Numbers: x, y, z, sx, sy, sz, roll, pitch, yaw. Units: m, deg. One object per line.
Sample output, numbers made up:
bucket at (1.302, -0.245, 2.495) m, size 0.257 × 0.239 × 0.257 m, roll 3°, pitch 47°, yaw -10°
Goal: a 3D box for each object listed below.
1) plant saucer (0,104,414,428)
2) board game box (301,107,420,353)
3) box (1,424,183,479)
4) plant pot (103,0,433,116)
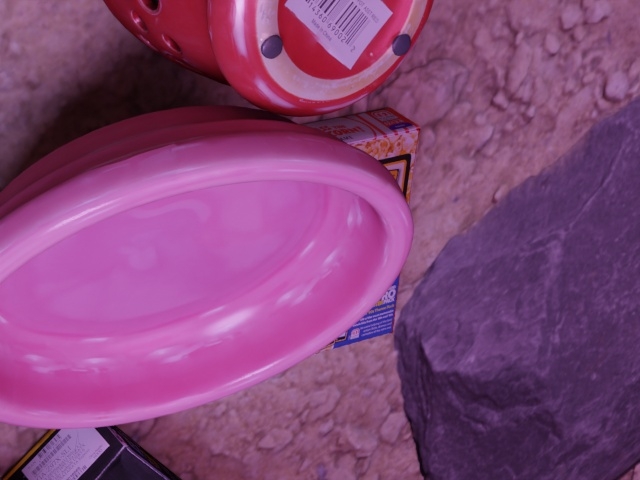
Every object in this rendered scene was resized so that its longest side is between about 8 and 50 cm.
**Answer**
plant saucer at (-0.104, 0.016, 1.014) m, size 0.332 × 0.084 × 0.332 m, roll -16°, pitch 152°, yaw -9°
board game box at (0.000, 0.000, 1.190) m, size 0.146 × 0.045 × 0.193 m, roll -13°, pitch 124°, yaw -32°
box at (-0.178, 0.311, 1.224) m, size 0.257 × 0.079 × 0.322 m, roll -48°, pitch 135°, yaw -6°
plant pot at (-0.029, -0.185, 0.962) m, size 0.191 × 0.174 × 0.191 m, roll -20°, pitch 126°, yaw -30°
